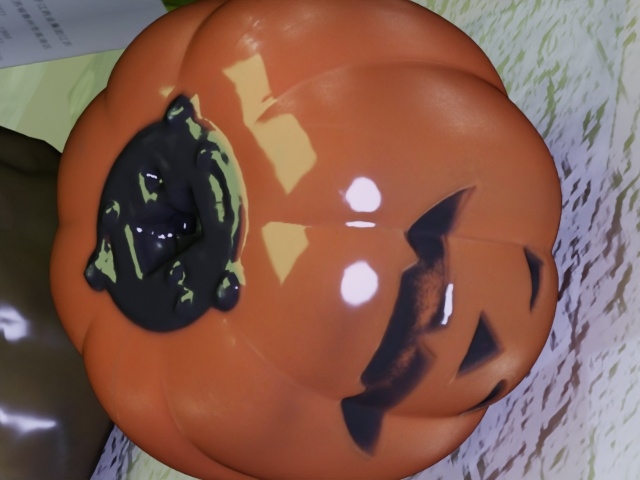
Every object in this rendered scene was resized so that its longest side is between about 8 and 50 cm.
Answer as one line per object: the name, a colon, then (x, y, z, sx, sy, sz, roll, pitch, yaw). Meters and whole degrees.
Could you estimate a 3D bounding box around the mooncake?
mooncake: (-0.240, 0.073, 1.058, 0.324, 0.187, 0.324, -46, 30, 37)

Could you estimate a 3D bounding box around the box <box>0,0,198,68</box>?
box: (-0.127, -0.200, 1.005, 0.299, 0.106, 0.200, -8, 53, 18)

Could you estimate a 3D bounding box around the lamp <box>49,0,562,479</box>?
lamp: (0.000, 0.000, 0.712, 0.187, 0.164, 0.188, -8, 78, 42)
